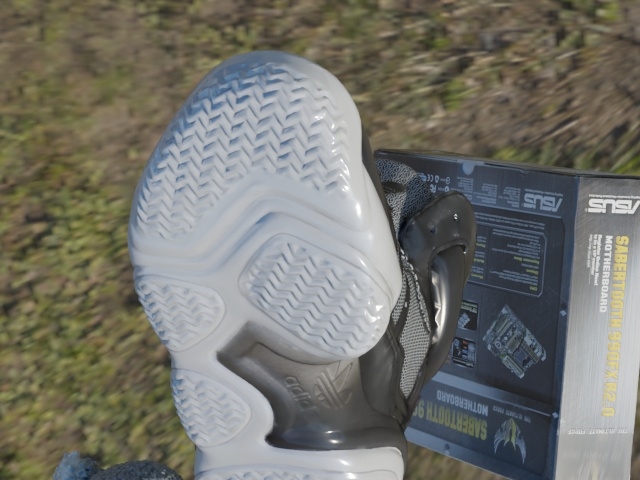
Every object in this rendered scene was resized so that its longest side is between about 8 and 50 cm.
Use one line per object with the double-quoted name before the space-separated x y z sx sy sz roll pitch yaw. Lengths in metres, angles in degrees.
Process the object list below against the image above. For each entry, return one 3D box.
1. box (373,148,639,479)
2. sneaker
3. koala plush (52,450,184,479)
"box" 0.105 0.042 1.210 0.056 0.231 0.183 0 95 -28
"sneaker" 0.000 0.000 0.808 0.101 0.153 0.268 11 138 14
"koala plush" -0.138 0.235 1.264 0.196 0.203 0.221 0 53 25
